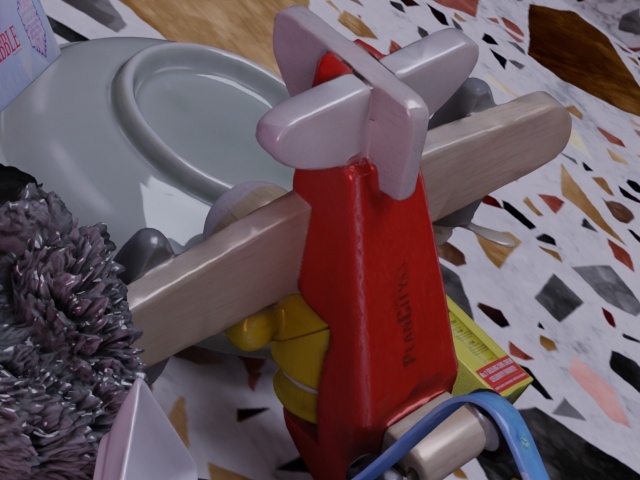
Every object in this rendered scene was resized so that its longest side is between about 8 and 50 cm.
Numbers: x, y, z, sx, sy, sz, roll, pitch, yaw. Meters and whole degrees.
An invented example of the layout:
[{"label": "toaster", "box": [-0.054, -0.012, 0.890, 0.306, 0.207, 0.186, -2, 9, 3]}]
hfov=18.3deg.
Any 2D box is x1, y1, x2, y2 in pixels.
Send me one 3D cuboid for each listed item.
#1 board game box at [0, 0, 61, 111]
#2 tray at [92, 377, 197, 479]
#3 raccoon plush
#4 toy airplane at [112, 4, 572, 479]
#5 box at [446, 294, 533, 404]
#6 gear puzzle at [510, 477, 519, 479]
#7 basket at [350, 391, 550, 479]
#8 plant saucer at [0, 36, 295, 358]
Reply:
[{"label": "board game box", "box": [-0.340, -0.060, 1.186, 0.318, 0.318, 0.066, -77, 149, -74]}, {"label": "tray", "box": [-0.118, 0.229, 1.153, 0.145, 0.030, 0.270, 67, 26, -59]}, {"label": "raccoon plush", "box": [-0.205, 0.146, 1.206, 0.446, 0.216, 0.299, 38, 36, -8]}, {"label": "toy airplane", "box": [0.000, 0.000, 1.499, 0.386, 0.384, 0.272, 28, -3, -42]}, {"label": "box", "box": [0.086, 0.077, 1.848, 0.232, 0.058, 0.087, 46, 26, 16]}, {"label": "gear puzzle", "box": [0.148, 0.268, 1.624, 0.175, 0.044, 0.339, 44, 26, 12]}, {"label": "basket", "box": [0.062, 0.264, 1.208, 0.201, 0.289, 0.255, 2, 56, -54]}, {"label": "plant saucer", "box": [-0.094, -0.070, 1.738, 0.400, 0.100, 0.400, 21, 35, -16]}]
